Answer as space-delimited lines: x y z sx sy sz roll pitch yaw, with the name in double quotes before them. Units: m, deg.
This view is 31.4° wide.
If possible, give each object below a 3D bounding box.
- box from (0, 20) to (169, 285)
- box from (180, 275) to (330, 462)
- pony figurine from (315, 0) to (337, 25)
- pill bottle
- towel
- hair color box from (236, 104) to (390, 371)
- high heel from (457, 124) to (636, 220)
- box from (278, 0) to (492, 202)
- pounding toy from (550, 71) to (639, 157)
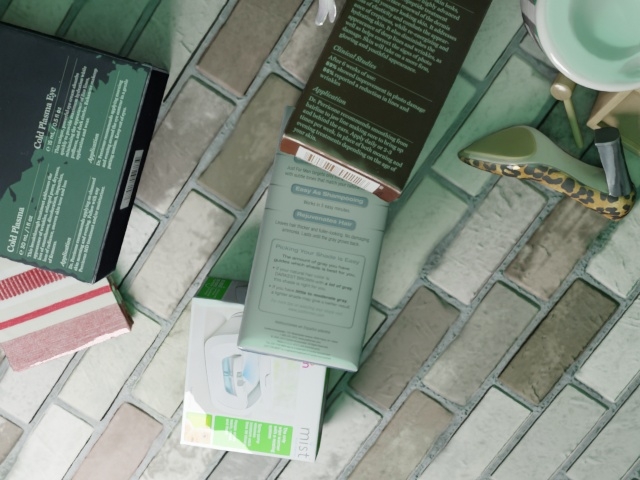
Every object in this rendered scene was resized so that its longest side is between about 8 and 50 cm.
"box" -0.435 -0.144 1.744 0.313 0.179 0.343 17 96 -1
"box" -0.099 0.211 1.882 0.231 0.127 0.262 9 106 4
"pony figurine" -0.115 -0.493 1.571 0.303 0.351 0.363 17 76 39
"pill bottle" 0.380 -0.329 1.553 0.204 0.361 0.204 1 107 4
"towel" -0.479 0.042 1.909 0.237 0.037 0.329 -19 103 12
"hair color box" 0.000 0.000 1.741 0.185 0.113 0.374 11 83 1
"high heel" 0.356 -0.090 1.787 0.261 0.093 0.186 -1 138 25
"box" 0.102 -0.267 1.644 0.191 0.143 0.381 26 85 -3
"pounding toy" 0.450 -0.212 1.719 0.206 0.094 0.181 30 149 -5
